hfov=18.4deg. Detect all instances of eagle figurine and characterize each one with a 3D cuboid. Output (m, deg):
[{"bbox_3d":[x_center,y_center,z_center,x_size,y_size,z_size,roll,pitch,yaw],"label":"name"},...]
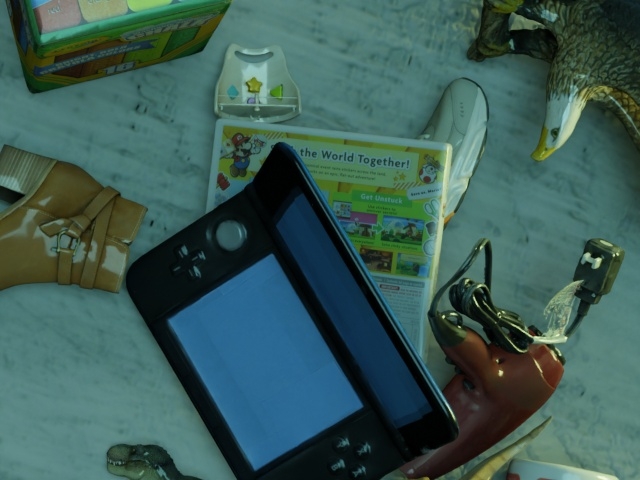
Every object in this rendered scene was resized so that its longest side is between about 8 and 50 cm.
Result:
[{"bbox_3d":[0.280,-0.155,1.862,0.298,0.226,0.225,27,111,13],"label":"eagle figurine"}]

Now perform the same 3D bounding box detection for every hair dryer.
[{"bbox_3d":[0.141,0.108,1.830,0.223,0.080,0.293,-1,125,-37],"label":"hair dryer"}]

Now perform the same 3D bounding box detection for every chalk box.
[{"bbox_3d":[-0.190,-0.257,1.749,0.180,0.289,0.179,-14,87,-10],"label":"chalk box"}]

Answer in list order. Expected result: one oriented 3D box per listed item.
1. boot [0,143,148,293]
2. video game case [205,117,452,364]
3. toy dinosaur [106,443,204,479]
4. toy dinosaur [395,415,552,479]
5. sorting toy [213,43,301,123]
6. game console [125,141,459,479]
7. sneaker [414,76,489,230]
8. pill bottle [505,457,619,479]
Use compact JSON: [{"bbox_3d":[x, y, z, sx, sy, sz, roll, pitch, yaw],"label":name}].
[{"bbox_3d":[-0.257,0.022,1.822,0.152,0.073,0.197,24,82,-7],"label":"boot"},{"bbox_3d":[0.000,0.000,1.835,0.227,0.026,0.206,7,92,16],"label":"video game case"},{"bbox_3d":[-0.098,0.292,1.834,0.268,0.064,0.118,34,74,-9],"label":"toy dinosaur"},{"bbox_3d":[0.127,0.241,1.826,0.211,0.112,0.064,-50,138,-43],"label":"toy dinosaur"},{"bbox_3d":[-0.063,-0.153,1.890,0.083,0.045,0.075,1,77,-9],"label":"sorting toy"},{"bbox_3d":[-0.034,0.094,1.740,0.250,0.173,0.293,-32,84,16],"label":"game console"},{"bbox_3d":[0.071,-0.046,1.876,0.121,0.099,0.262,24,80,-2],"label":"sneaker"},{"bbox_3d":[0.214,0.309,1.859,0.108,0.108,0.193,12,83,-8],"label":"pill bottle"}]
